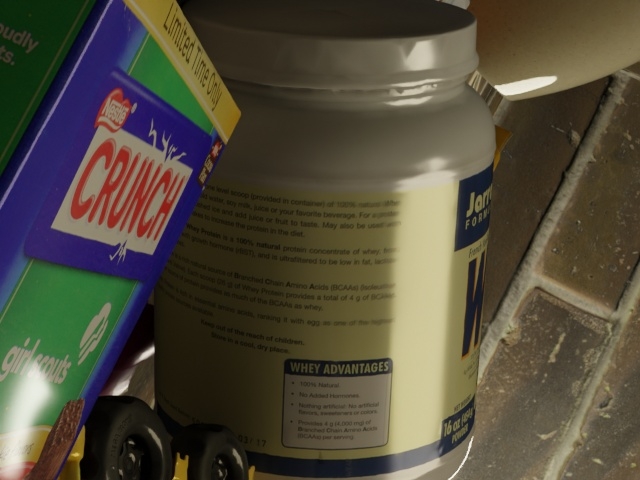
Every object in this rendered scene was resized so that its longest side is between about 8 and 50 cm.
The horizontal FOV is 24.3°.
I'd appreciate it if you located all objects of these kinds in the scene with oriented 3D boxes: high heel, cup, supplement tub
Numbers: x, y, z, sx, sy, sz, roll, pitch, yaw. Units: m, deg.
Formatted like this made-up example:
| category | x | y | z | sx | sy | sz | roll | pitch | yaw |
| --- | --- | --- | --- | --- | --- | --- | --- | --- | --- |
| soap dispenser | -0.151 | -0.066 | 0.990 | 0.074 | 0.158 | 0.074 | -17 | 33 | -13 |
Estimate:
| category | x | y | z | sx | sy | sz | roll | pitch | yaw |
| --- | --- | --- | --- | --- | --- | --- | --- | --- | --- |
| high heel | -0.117 | 0.030 | 1.163 | 0.244 | 0.082 | 0.117 | -38 | 158 | -49 |
| cup | 0.273 | -0.314 | 1.865 | 0.237 | 0.331 | 0.331 | -42 | 176 | 12 |
| supplement tub | 0.000 | 0.000 | 1.039 | 0.235 | 0.235 | 0.325 | -45 | 140 | -65 |

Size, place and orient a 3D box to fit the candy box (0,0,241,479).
| category | x | y | z | sx | sy | sz | roll | pitch | yaw |
| --- | --- | --- | --- | --- | --- | --- | --- | --- | --- |
| candy box | -0.169 | 0.024 | 0.668 | 0.317 | 0.122 | 0.268 | -65 | 171 | -5 |

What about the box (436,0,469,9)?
| category | x | y | z | sx | sy | sz | roll | pitch | yaw |
| --- | --- | --- | --- | --- | --- | --- | --- | --- | --- |
| box | 0.075 | -0.265 | 1.281 | 0.262 | 0.126 | 0.231 | -62 | 172 | -17 |

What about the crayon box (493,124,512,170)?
| category | x | y | z | sx | sy | sz | roll | pitch | yaw |
| --- | --- | --- | --- | --- | --- | --- | --- | --- | --- |
| crayon box | 0.052 | -0.059 | 1.476 | 0.323 | 0.203 | 0.083 | -51 | 164 | -57 |

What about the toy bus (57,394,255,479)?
| category | x | y | z | sx | sy | sz | roll | pitch | yaw |
| --- | --- | --- | --- | --- | --- | --- | --- | --- | --- |
| toy bus | -0.143 | 0.206 | 0.879 | 0.220 | 0.149 | 0.212 | 27 | 58 | -58 |
